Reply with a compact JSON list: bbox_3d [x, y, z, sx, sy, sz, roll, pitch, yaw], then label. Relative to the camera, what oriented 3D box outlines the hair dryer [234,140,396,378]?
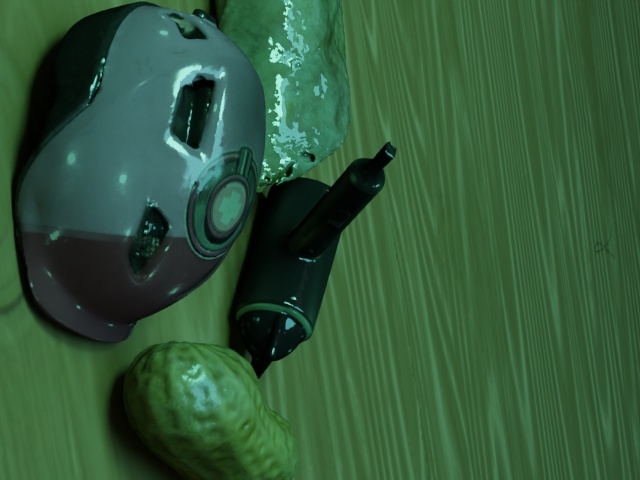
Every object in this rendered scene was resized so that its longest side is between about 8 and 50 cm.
[{"bbox_3d":[0.000,0.000,1.318,0.078,0.248,0.196,23,55,-12],"label":"hair dryer"}]

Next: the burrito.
[{"bbox_3d":[-0.035,-0.184,1.400,0.175,0.107,0.348,17,68,-49],"label":"burrito"}]

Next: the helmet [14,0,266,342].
[{"bbox_3d":[-0.118,-0.057,1.150,0.198,0.154,0.253,28,56,-61],"label":"helmet"}]

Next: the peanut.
[{"bbox_3d":[-0.082,0.149,1.242,0.226,0.095,0.108,53,44,-50],"label":"peanut"}]
